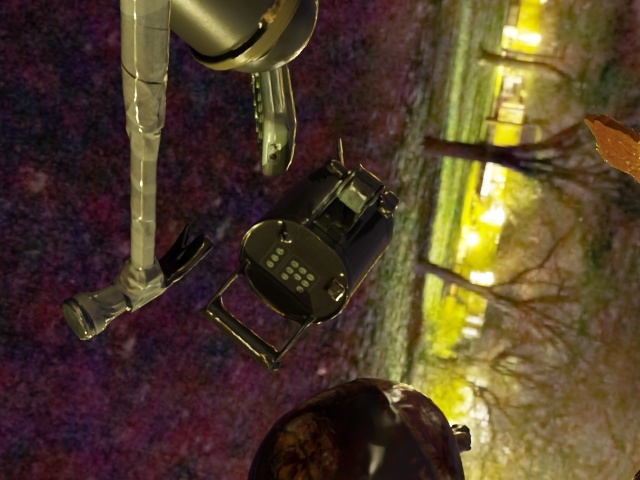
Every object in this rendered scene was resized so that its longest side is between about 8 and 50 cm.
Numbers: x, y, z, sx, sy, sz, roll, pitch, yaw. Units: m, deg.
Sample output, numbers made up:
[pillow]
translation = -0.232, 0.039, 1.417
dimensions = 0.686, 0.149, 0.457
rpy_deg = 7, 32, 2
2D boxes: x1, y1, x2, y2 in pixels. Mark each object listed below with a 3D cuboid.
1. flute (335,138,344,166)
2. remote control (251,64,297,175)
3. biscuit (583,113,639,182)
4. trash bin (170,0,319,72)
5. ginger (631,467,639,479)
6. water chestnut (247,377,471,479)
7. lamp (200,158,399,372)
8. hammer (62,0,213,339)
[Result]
[flute]
translation = 0.042, -0.168, 1.592
dimensions = 0.269, 0.014, 0.014
rpy_deg = -92, -174, -66
[remote control]
translation = -0.084, -0.260, 1.342
dimensions = 0.128, 0.066, 0.335
rpy_deg = 95, -10, -46
[biscuit]
translation = 0.609, -0.192, 1.543
dimensions = 0.043, 0.183, 0.280
rpy_deg = -42, 175, 3
[trash bin]
translation = -0.137, -0.354, 1.021
dimensions = 0.334, 0.214, 0.214
rpy_deg = 33, 65, -45
[ginger]
translation = 0.426, 0.199, 0.669
dimensions = 0.309, 0.133, 0.107
rpy_deg = -47, 170, 25
[water chestnut]
translation = 0.053, 0.231, 0.699
dimensions = 0.224, 0.238, 0.223
rpy_deg = 39, -45, 54
[lamp]
translation = -0.005, 0.008, 1.335
dimensions = 0.374, 0.205, 0.272
rpy_deg = -50, 178, 22
[hammer]
translation = -0.148, -0.071, 0.614
dimensions = 0.152, 0.044, 0.427
rpy_deg = -33, 155, -31
